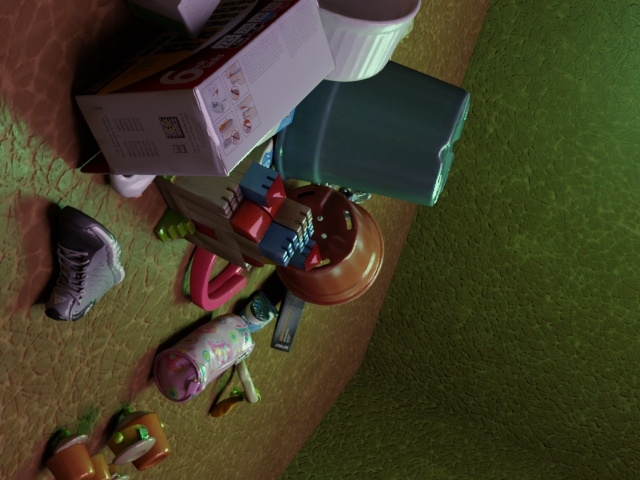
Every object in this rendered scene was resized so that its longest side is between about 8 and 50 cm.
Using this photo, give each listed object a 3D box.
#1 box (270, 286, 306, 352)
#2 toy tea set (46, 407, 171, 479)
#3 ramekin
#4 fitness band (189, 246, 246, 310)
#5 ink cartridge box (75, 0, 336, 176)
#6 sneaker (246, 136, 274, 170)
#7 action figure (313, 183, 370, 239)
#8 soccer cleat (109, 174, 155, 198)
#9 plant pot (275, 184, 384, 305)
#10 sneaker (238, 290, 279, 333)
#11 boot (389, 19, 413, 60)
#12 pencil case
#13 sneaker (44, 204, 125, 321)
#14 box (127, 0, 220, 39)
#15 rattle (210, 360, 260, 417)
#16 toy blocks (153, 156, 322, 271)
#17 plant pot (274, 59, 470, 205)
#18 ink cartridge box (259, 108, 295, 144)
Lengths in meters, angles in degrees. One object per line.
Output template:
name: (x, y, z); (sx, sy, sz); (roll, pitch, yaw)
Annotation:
box: (-0.072, 0.157, 2.477); (0.231, 0.056, 0.183); (-80, -174, -59)
toy tea set: (-0.406, 0.385, 1.755); (0.200, 0.124, 0.336); (-32, 163, -8)
ramekin: (0.015, -0.388, 1.549); (0.277, 0.277, 0.135); (-50, 167, -46)
fitness band: (-0.194, 0.029, 1.966); (0.291, 0.054, 0.209); (-42, 151, -60)
ink cartridge box: (-0.175, -0.221, 1.296); (0.309, 0.272, 0.130); (-52, 134, -43)
sneaker: (-0.137, -0.137, 1.854); (0.084, 0.058, 0.152); (88, 23, -45)
action figure: (0.031, -0.095, 2.482); (0.185, 0.099, 0.285); (-63, 164, 17)
soccer cleat: (-0.248, -0.150, 1.411); (0.196, 0.068, 0.076); (-57, 161, -19)
plant pot: (0.000, 0.000, 2.141); (0.272, 0.272, 0.265); (-63, 168, -6)
sneaker: (-0.164, 0.183, 2.330); (0.081, 0.080, 0.211); (-39, 173, 11)
boot: (0.146, -0.460, 2.268); (0.203, 0.095, 0.261); (-51, 157, -48)
pencil case: (-0.246, 0.248, 2.010); (0.284, 0.124, 0.124); (-28, 142, -66)
sneaker: (-0.352, 0.051, 1.342); (0.132, 0.086, 0.228); (-56, 165, -21)
box: (-0.190, -0.337, 1.213); (0.102, 0.101, 0.087); (-61, 165, -13)
rattle: (-0.239, 0.352, 2.408); (0.199, 0.143, 0.130); (74, 9, -48)
toy blocks: (-0.132, -0.042, 1.618); (0.190, 0.261, 0.381); (-60, 165, -18)
plant pot: (0.119, -0.238, 1.959); (0.341, 0.334, 0.341); (19, 90, -80)
ink cartridge box: (-0.095, -0.293, 1.676); (0.148, 0.086, 0.203); (-43, 154, -55)
